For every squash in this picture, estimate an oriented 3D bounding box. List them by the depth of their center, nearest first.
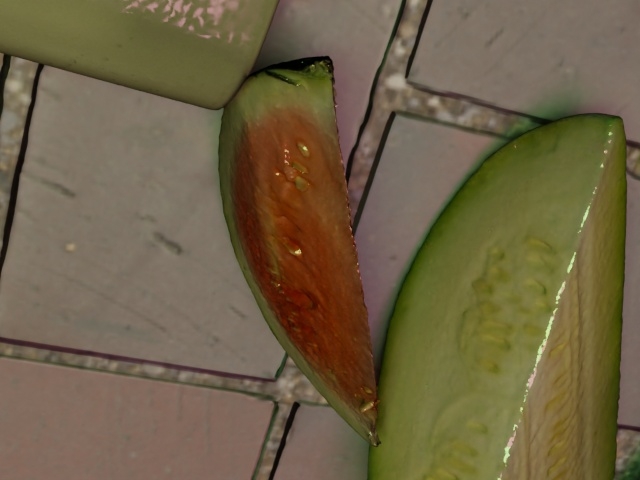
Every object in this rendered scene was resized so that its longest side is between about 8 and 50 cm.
[{"bbox_3d":[0.085,0.084,0.624,0.203,0.111,0.288,-32,127,-35],"label":"squash"}]

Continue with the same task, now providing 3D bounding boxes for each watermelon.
[{"bbox_3d":[-0.005,0.003,0.567,0.063,0.119,0.245,-18,126,-17],"label":"watermelon"}]

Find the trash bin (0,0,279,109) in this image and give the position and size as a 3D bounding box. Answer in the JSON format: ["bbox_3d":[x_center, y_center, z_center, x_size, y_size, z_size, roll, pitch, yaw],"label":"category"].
[{"bbox_3d":[-0.123,-0.196,0.454,0.248,0.121,0.243,14,111,-22],"label":"trash bin"}]
